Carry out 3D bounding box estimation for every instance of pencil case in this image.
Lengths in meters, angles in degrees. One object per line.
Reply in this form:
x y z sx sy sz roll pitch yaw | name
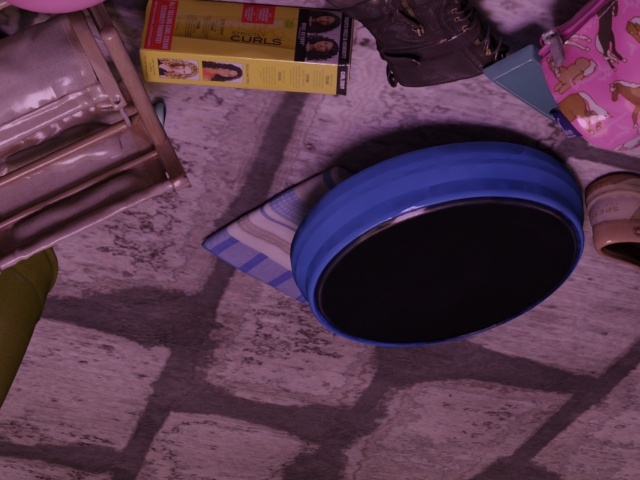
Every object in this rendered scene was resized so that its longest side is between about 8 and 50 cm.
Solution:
0.381 -0.244 1.422 0.167 0.160 0.386 -13 161 -37 | pencil case

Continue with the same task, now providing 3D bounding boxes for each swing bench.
-0.315 -0.131 1.561 0.253 0.165 0.254 -25 138 -4 | swing bench

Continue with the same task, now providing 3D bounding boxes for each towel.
0.000 0.000 1.963 0.209 0.034 0.285 30 140 -33 | towel

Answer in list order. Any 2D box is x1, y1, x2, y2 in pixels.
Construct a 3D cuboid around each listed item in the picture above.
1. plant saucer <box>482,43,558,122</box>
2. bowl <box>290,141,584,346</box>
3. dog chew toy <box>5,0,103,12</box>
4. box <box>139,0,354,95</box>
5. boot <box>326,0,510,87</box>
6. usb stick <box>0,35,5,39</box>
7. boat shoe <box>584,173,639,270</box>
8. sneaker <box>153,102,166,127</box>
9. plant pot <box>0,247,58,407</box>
0.263 -0.171 1.627 0.067 0.018 0.192 -26 152 29 | plant saucer
0.157 0.019 1.847 0.391 0.077 0.391 -9 147 -6 | bowl
-0.287 -0.365 1.282 0.207 0.206 0.332 -14 136 26 | dog chew toy
-0.081 -0.217 1.584 0.232 0.087 0.058 5 146 2 | box
0.143 -0.255 1.513 0.263 0.091 0.229 -12 150 31 | boot
-0.372 -0.203 1.677 0.278 0.045 0.077 30 141 -33 | usb stick
0.489 0.024 1.867 0.341 0.110 0.121 19 145 -21 | boat shoe
-0.231 -0.142 1.763 0.069 0.038 0.098 11 147 -12 | sneaker
-0.581 0.161 1.991 0.367 0.353 0.366 3 147 2 | plant pot
